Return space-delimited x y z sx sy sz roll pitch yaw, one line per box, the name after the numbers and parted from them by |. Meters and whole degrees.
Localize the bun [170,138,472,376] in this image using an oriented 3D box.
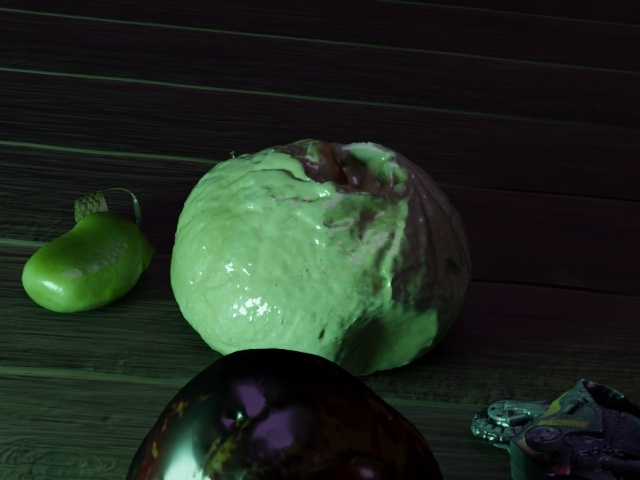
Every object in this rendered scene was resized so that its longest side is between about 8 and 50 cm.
0.000 0.000 1.537 0.352 0.227 0.349 23 34 29 | bun

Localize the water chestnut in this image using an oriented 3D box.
-0.034 0.232 1.097 0.289 0.289 0.244 -5 63 -22 | water chestnut

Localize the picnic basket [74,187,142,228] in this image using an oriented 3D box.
-0.275 -0.032 1.690 0.083 0.072 0.072 -12 33 -15 | picnic basket

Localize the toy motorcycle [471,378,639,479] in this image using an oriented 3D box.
0.278 0.220 1.313 0.173 0.108 0.307 -11 19 -16 | toy motorcycle

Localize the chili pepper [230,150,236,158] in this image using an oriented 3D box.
-0.098 -0.056 1.799 0.059 0.050 0.191 0 41 -19 | chili pepper

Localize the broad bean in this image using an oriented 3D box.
-0.278 0.030 1.578 0.124 0.082 0.174 17 40 17 | broad bean
